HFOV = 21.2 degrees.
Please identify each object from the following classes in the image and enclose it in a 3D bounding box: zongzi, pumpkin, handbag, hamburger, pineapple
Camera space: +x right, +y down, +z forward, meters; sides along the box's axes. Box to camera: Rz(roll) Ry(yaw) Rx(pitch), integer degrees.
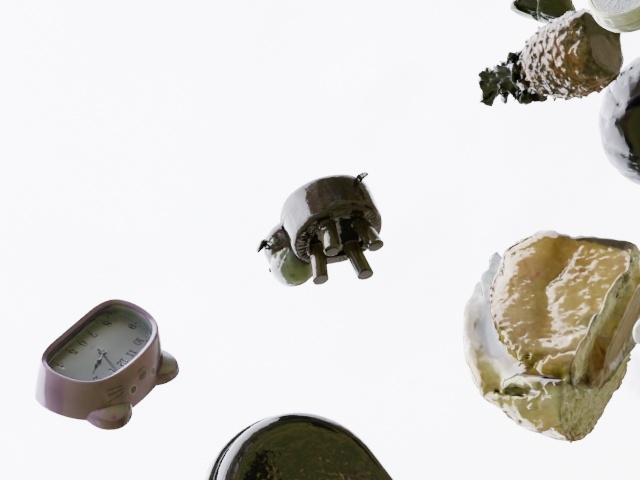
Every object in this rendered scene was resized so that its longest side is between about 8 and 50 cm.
[{"bbox_3d":[0.329,-0.343,2.325,0.055,0.119,0.109,3,-70,-66],"label":"zongzi"},{"bbox_3d":[0.460,-0.158,2.229,0.202,0.140,0.202,-4,-56,-6],"label":"pumpkin"},{"bbox_3d":[-0.008,0.354,2.102,0.254,0.308,0.093,-29,-15,-33],"label":"handbag"},{"bbox_3d":[0.192,0.100,1.482,0.207,0.155,0.135,-61,-33,-46],"label":"hamburger"},{"bbox_3d":[0.264,-0.204,2.039,0.108,0.198,0.108,19,-117,-41],"label":"pineapple"}]

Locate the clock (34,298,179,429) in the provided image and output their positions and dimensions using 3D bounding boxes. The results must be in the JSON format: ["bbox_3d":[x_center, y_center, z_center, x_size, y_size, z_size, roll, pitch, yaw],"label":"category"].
[{"bbox_3d":[-0.220,0.128,1.788,0.153,0.110,0.050,-44,-29,-46],"label":"clock"}]

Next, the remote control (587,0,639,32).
[{"bbox_3d":[0.341,-0.283,1.631,0.221,0.078,0.042,-48,-48,-10],"label":"remote control"}]

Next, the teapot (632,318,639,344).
[{"bbox_3d":[0.377,0.026,1.353,0.300,0.166,0.208,-27,-37,-33],"label":"teapot"}]

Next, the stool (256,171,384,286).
[{"bbox_3d":[0.000,0.000,2.227,0.125,0.121,0.217,16,-45,-43],"label":"stool"}]
